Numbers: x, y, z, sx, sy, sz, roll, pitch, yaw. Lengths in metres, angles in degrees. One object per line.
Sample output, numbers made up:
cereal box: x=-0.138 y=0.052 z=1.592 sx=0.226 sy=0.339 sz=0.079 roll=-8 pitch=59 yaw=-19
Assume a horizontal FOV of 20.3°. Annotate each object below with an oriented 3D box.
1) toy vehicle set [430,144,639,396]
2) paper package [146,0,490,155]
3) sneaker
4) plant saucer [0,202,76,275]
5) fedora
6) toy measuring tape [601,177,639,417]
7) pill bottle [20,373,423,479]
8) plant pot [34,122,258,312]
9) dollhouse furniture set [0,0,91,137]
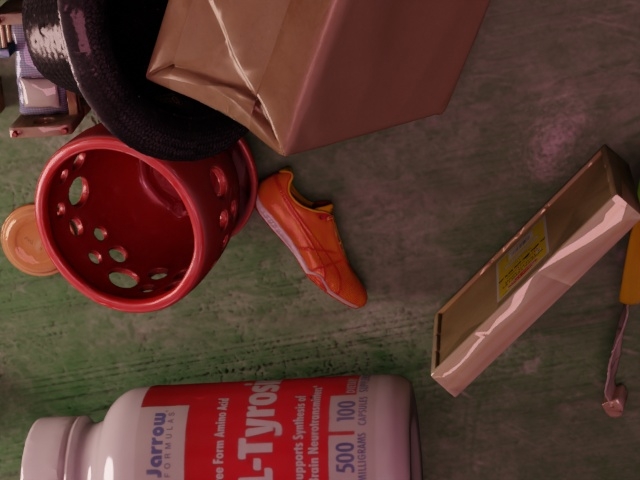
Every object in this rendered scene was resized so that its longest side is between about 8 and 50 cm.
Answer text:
toy vehicle set: x=0.215 y=0.028 z=1.820 sx=0.035 sy=0.166 sz=0.267 roll=40 pitch=109 yaw=-10
paper package: x=0.032 y=-0.258 z=1.634 sx=0.168 sy=0.325 sz=0.309 roll=29 pitch=113 yaw=23
sneaker: x=0.000 y=0.000 z=1.886 sx=0.067 sy=0.064 sz=0.175 roll=-36 pitch=106 yaw=6
plant saucer: x=-0.307 y=0.000 z=1.940 sx=0.083 sy=0.013 sz=0.083 roll=2 pitch=110 yaw=5
fedora: x=-0.172 y=-0.228 z=1.716 sx=0.152 sy=0.334 sz=0.334 roll=1 pitch=113 yaw=35
toy measuring tape: x=0.369 y=0.048 z=1.847 sx=0.121 sy=0.121 sz=0.330 roll=6 pitch=119 yaw=3
pill bottle: x=-0.099 y=0.264 z=1.904 sx=0.407 sy=0.229 sz=0.229 roll=-4 pitch=110 yaw=6
plant pot: x=-0.170 y=-0.047 z=1.811 sx=0.191 sy=0.174 sz=0.191 roll=9 pitch=118 yaw=17
dollhouse furniture set: x=-0.336 y=-0.179 z=1.813 sx=0.183 sy=0.129 sz=0.129 roll=-3 pitch=110 yaw=7
